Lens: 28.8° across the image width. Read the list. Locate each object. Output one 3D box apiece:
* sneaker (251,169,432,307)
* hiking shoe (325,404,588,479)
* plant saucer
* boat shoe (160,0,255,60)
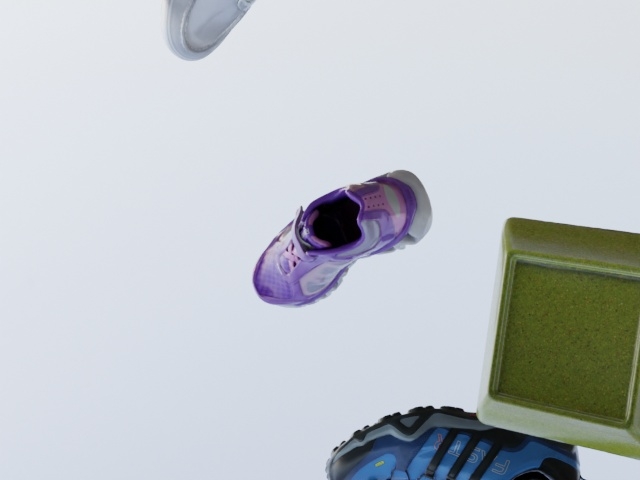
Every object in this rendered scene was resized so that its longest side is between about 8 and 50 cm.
[{"bbox_3d":[0.000,0.000,1.303,0.105,0.236,0.095,-8,-110,-51],"label":"sneaker"},{"bbox_3d":[0.155,0.263,1.450,0.304,0.113,0.132,-14,-117,9],"label":"hiking shoe"},{"bbox_3d":[0.216,0.081,1.049,0.188,0.188,0.045,9,-178,35],"label":"plant saucer"},{"bbox_3d":[-0.060,-0.213,0.954,0.066,0.184,0.063,29,-166,-35],"label":"boat shoe"}]
